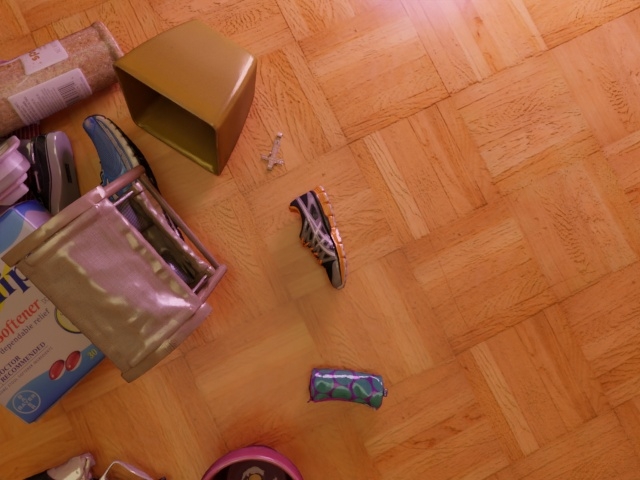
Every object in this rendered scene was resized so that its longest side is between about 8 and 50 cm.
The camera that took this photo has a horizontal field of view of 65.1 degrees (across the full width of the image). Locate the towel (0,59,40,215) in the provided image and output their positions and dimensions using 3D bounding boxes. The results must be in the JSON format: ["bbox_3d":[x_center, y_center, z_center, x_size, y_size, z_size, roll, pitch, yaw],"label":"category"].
[{"bbox_3d":[-0.686,-0.199,0.993,0.237,0.037,0.328,-1,87,-18],"label":"towel"}]

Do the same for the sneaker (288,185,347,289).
[{"bbox_3d":[0.000,0.000,1.016,0.083,0.084,0.214,-18,77,-1],"label":"sneaker"}]

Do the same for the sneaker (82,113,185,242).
[{"bbox_3d":[-0.393,-0.089,0.975,0.147,0.130,0.329,-25,87,-7],"label":"sneaker"}]

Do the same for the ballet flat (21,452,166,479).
[{"bbox_3d":[-0.425,0.459,0.949,0.281,0.095,0.096,16,74,-12],"label":"ballet flat"}]

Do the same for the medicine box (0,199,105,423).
[{"bbox_3d":[-0.517,0.121,0.898,0.263,0.149,0.289,-43,109,-6],"label":"medicine box"}]

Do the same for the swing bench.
[{"bbox_3d":[-0.305,0.040,0.815,0.165,0.254,0.253,-36,106,8],"label":"swing bench"}]

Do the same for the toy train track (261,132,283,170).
[{"bbox_3d":[-0.096,-0.188,1.057,0.048,0.014,0.083,16,84,-2],"label":"toy train track"}]

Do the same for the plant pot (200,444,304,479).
[{"bbox_3d":[-0.122,0.464,0.913,0.202,0.180,0.201,0,85,-3],"label":"plant pot"}]

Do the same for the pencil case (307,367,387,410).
[{"bbox_3d":[0.052,0.295,0.996,0.152,0.064,0.070,7,60,-2],"label":"pencil case"}]

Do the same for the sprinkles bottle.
[{"bbox_3d":[-0.551,-0.291,0.958,0.356,0.121,0.121,-33,87,-17],"label":"sprinkles bottle"}]

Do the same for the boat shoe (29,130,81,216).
[{"bbox_3d":[-0.531,-0.106,0.999,0.070,0.078,0.219,-9,83,5],"label":"boat shoe"}]

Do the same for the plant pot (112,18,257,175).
[{"bbox_3d":[-0.233,-0.288,0.972,0.212,0.212,0.187,33,71,0],"label":"plant pot"}]

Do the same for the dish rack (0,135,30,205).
[{"bbox_3d":[-0.628,-0.043,0.855,0.333,0.286,0.072,-46,123,-15],"label":"dish rack"}]
